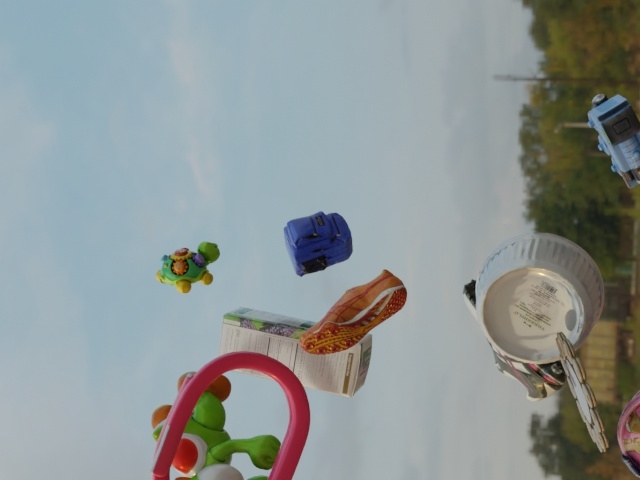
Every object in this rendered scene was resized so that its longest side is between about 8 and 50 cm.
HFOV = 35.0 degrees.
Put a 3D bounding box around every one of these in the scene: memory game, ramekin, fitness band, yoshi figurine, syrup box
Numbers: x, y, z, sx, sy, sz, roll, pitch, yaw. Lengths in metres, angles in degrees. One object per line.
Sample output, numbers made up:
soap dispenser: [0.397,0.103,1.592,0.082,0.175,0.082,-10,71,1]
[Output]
memory game: [0.384,0.222,1.492,0.186,0.012,0.186,-20,-90,-86]
ramekin: [0.346,0.099,1.630,0.109,0.207,0.207,-45,-45,-64]
fitness band: [-0.134,0.309,1.527,0.290,0.209,0.054,-67,14,-7]
yoshi figurine: [-0.163,0.406,1.792,0.362,0.203,0.203,-122,16,-50]
syrup box: [-0.041,0.181,1.671,0.093,0.237,0.096,-19,-62,-74]

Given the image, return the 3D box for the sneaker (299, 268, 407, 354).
sneaker: [0.045,0.108,1.484,0.067,0.175,0.064,50,167,48]

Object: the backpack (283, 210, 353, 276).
backpack: [0.000,0.000,1.891,0.101,0.120,0.098,87,167,-53]

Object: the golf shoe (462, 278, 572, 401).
golf shoe: [0.363,0.199,1.995,0.105,0.273,0.120,-22,-26,-44]

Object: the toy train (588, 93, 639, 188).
toy train: [0.541,-0.177,1.812,0.184,0.080,0.105,57,-170,-17]

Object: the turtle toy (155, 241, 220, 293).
turtle toy: [-0.240,0.044,1.868,0.130,0.095,0.066,-22,-62,-36]

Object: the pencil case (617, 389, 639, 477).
pencil case: [0.594,0.259,1.596,0.386,0.160,0.167,-19,-45,-56]
